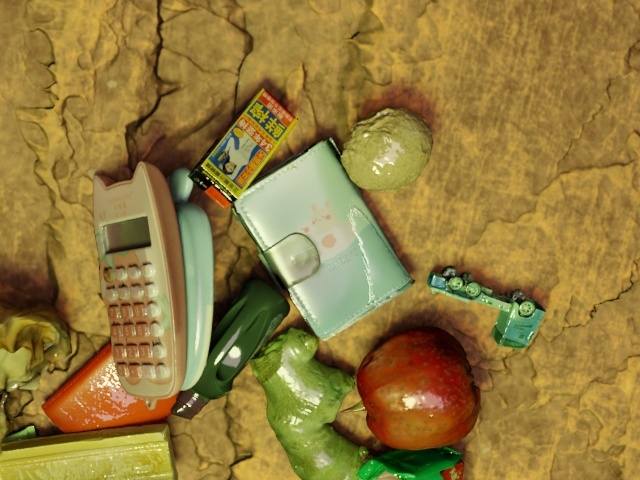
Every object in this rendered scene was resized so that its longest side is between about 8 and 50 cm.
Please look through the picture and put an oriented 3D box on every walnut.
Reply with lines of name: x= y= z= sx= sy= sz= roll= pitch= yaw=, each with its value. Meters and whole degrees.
walnut: x=-0.464 y=0.168 z=1.576 sx=0.141 sy=0.204 sz=0.238 roll=35 pitch=85 yaw=25

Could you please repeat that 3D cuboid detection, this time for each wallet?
wallet: x=-0.285 y=0.221 z=1.699 sx=0.204 sy=0.045 sz=0.142 roll=-43 pitch=101 yaw=4
wallet: x=0.000 y=0.000 z=1.661 sx=0.176 sy=0.075 sz=0.250 roll=-32 pitch=102 yaw=-1

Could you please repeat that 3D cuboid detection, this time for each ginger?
ginger: x=-0.006 y=0.260 z=1.713 sx=0.137 sy=0.089 sz=0.289 roll=-19 pitch=101 yaw=-12

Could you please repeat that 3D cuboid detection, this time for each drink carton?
drink carton: x=-0.106 y=-0.125 z=1.591 sx=0.071 sy=0.056 sz=0.165 roll=41 pitch=57 yaw=-10

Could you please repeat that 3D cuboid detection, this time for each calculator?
calculator: x=-0.242 y=0.064 z=1.582 sx=0.048 sy=0.220 sz=0.329 roll=-5 pitch=89 yaw=-35
calculator: x=-0.197 y=0.052 z=1.592 sx=0.042 sy=0.188 sz=0.302 roll=-1 pitch=84 yaw=-30

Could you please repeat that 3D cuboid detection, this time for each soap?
soap: x=-0.336 y=0.323 z=1.674 sx=0.252 sy=0.037 sz=0.092 roll=-7 pitch=105 yaw=2
soap: x=0.120 y=0.440 z=1.730 sx=0.218 sy=0.098 sz=0.273 roll=-5 pitch=109 yaw=-50

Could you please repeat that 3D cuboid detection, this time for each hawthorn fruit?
hawthorn fruit: x=0.126 y=0.221 z=1.669 sx=0.200 sy=0.179 sz=0.179 roll=-22 pitch=103 yaw=-1

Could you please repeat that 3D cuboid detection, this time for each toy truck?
toy truck: x=0.235 y=0.100 z=1.708 sx=0.175 sy=0.067 sz=0.081 roll=19 pitch=101 yaw=-9

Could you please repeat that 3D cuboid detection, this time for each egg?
egg: x=0.095 y=-0.128 z=1.622 sx=0.140 sy=0.118 sz=0.116 roll=-29 pitch=78 yaw=-17

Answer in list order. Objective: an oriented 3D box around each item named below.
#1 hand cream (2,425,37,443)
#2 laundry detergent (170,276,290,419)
hand cream: x=-0.494 y=0.335 z=1.707 sx=0.175 sy=0.046 sz=0.095 roll=-14 pitch=102 yaw=-8
laundry detergent: x=-0.134 y=0.157 z=1.631 sx=0.078 sy=0.144 sz=0.221 roll=38 pitch=80 yaw=5
